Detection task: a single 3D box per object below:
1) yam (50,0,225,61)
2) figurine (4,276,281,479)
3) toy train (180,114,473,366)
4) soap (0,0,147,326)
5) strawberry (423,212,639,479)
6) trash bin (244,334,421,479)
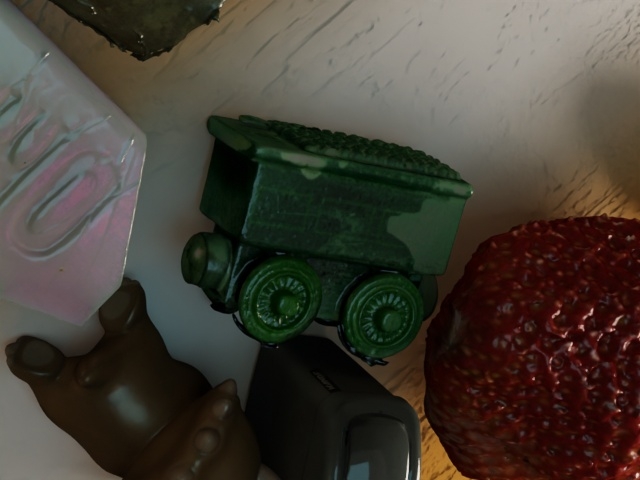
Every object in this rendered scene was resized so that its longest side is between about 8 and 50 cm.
[{"bbox_3d":[-0.207,-0.296,1.551,0.300,0.195,0.195,34,94,-30],"label":"yam"},{"bbox_3d":[-0.153,0.181,1.767,0.177,0.173,0.247,-31,119,-9],"label":"figurine"},{"bbox_3d":[0.000,0.000,1.781,0.266,0.145,0.202,9,103,-26],"label":"toy train"},{"bbox_3d":[-0.295,-0.089,1.637,0.208,0.115,0.347,-45,120,-1],"label":"soap"},{"bbox_3d":[0.242,0.121,1.846,0.351,0.267,0.312,15,109,-45],"label":"strawberry"},{"bbox_3d":[0.005,0.204,1.806,0.101,0.236,0.176,5,108,-24],"label":"trash bin"}]
